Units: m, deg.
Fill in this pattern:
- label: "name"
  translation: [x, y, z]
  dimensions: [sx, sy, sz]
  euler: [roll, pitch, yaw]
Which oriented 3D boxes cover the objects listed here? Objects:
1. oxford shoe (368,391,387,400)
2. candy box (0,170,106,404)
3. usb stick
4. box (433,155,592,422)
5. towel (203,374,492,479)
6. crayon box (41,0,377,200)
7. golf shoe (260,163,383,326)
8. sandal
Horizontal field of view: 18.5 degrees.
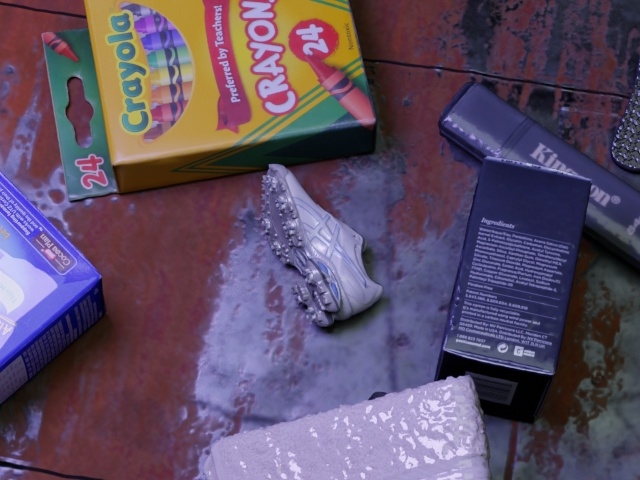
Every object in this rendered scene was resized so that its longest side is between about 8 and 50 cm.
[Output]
- label: "oxford shoe"
  translation: [0.105, 0.242, 1.848]
  dimensions: [0.096, 0.083, 0.227]
  euler: [-10, 65, -28]
- label: "candy box"
  translation: [-0.409, 0.065, 1.879]
  dimensions: [0.317, 0.122, 0.268]
  euler: [-41, 75, -17]
- label: "usb stick"
  translation: [0.242, -0.063, 1.980]
  dimensions: [0.278, 0.045, 0.077]
  euler: [36, 58, 12]
- label: "box"
  translation: [0.181, 0.048, 1.878]
  dimensions: [0.108, 0.153, 0.207]
  euler: [13, 69, 4]
- label: "towel"
  translation: [0.028, 0.241, 1.793]
  dimensions: [0.282, 0.049, 0.187]
  euler: [-18, 68, 21]
- label: "crayon box"
  translation: [-0.117, -0.166, 2.000]
  dimensions: [0.319, 0.081, 0.202]
  euler: [-11, 69, -5]
- label: "golf shoe"
  translation: [0.000, 0.000, 1.954]
  dimensions: [0.086, 0.069, 0.176]
  euler: [-14, 70, -28]
- label: "sandal"
  translation: [0.349, -0.150, 2.029]
  dimensions: [0.067, 0.040, 0.179]
  euler: [25, 84, 15]
